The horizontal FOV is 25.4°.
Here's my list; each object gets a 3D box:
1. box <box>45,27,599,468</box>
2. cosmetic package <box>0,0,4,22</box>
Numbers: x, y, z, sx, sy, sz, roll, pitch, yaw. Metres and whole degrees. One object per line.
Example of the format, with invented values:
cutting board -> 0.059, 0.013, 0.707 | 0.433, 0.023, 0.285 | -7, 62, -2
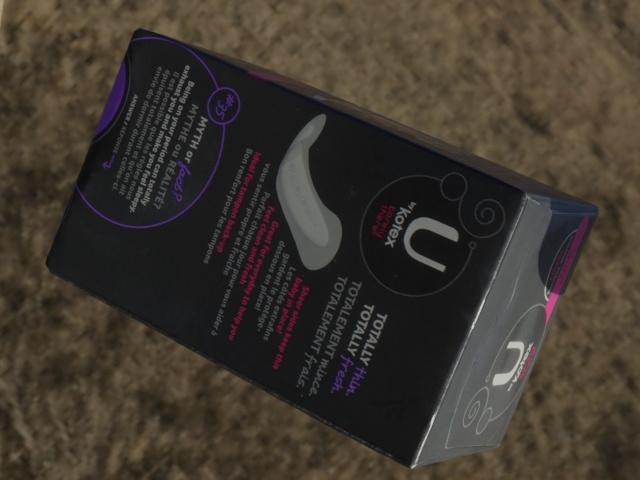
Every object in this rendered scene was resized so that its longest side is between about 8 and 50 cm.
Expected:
box -> 0.000, 0.000, 0.848 | 0.270, 0.165, 0.143 | 26, 9, 26
cosmetic package -> -0.158, -0.212, 0.446 | 0.113, 0.309, 0.160 | -3, 35, -33
